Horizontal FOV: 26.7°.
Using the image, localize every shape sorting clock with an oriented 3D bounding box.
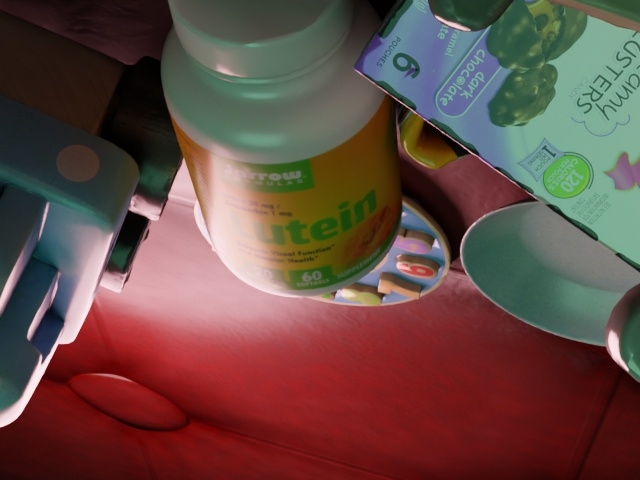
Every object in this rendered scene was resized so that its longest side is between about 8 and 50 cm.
[{"bbox_3d":[0.000,0.000,1.058,0.206,0.040,0.206,15,152,8],"label":"shape sorting clock"}]

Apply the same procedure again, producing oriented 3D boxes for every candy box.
[{"bbox_3d":[0.144,-0.099,0.661,0.196,0.070,0.165,35,123,-3],"label":"candy box"}]

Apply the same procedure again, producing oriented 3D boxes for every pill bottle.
[{"bbox_3d":[-0.022,-0.080,0.830,0.136,0.136,0.245,12,151,14],"label":"pill bottle"}]

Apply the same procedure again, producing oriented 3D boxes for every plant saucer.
[{"bbox_3d":[0.199,0.014,0.964,0.195,0.037,0.195,16,152,9],"label":"plant saucer"}]

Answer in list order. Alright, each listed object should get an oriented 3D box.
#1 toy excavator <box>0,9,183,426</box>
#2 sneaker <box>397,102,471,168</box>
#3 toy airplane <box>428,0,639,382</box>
[{"bbox_3d":[-0.241,0.035,0.844,0.222,0.445,0.433,23,152,-7],"label":"toy excavator"},{"bbox_3d":[0.138,-0.089,0.763,0.225,0.092,0.088,-14,135,44],"label":"sneaker"},{"bbox_3d":[0.226,-0.113,0.486,0.384,0.272,0.386,-30,116,15],"label":"toy airplane"}]
